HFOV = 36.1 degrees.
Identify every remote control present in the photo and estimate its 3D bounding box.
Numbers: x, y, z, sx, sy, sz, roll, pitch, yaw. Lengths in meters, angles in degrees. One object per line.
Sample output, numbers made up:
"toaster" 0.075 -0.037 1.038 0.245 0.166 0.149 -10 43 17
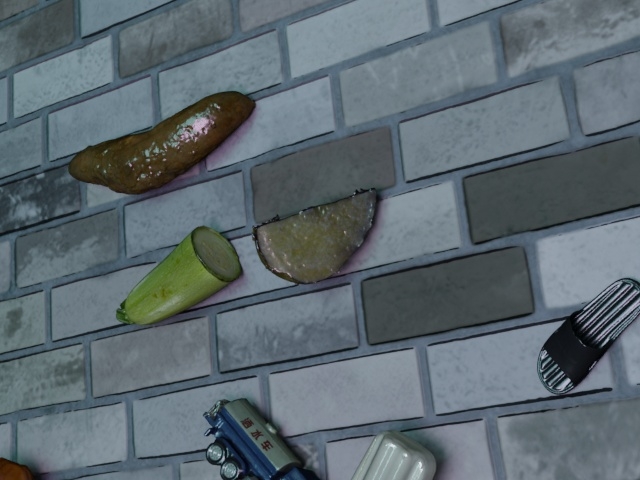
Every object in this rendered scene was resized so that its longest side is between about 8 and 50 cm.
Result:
"remote control" 0.053 0.333 1.137 0.090 0.049 0.230 29 98 33

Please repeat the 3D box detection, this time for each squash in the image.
"squash" -0.220 0.067 1.404 0.224 0.094 0.094 -33 64 29

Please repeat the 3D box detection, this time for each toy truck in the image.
"toy truck" -0.076 0.288 1.271 0.088 0.074 0.201 -48 59 2

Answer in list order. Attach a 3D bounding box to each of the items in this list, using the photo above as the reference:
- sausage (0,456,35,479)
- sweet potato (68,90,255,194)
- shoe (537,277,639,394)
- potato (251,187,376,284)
"sausage" -0.488 0.450 1.449 0.113 0.113 0.259 18 89 32
"sweet potato" -0.252 -0.124 1.456 0.341 0.092 0.114 -18 45 26
"shoe" 0.299 0.103 1.102 0.159 0.053 0.062 -48 64 10
"potato" 0.000 0.000 1.297 0.172 0.089 0.101 -22 88 -9
